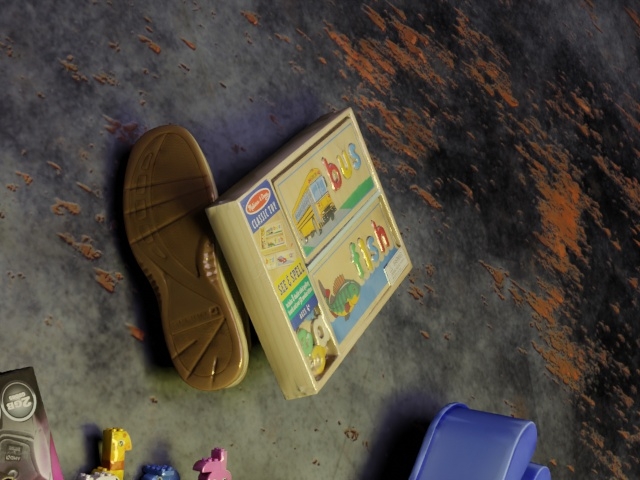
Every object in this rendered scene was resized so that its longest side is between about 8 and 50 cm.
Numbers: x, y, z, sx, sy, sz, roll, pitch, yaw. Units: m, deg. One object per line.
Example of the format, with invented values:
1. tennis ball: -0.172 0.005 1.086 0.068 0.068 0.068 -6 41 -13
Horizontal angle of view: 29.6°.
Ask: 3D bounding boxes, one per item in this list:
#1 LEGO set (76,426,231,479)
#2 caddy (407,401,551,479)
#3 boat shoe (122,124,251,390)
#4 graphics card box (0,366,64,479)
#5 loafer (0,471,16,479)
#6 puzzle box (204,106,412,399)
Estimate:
1. LEGO set: -0.210 0.267 1.409 0.227 0.087 0.093 4 88 -46
2. caddy: 0.199 0.395 1.724 0.341 0.179 0.241 -62 144 -38
3. boat shoe: -0.166 0.024 1.538 0.110 0.121 0.341 30 48 -79
4. graphics card box: -0.361 0.335 1.236 0.232 0.094 0.371 -12 85 -47
5. loafer: -0.307 0.295 1.198 0.056 0.050 0.148 -30 99 -46
6. puzzle box: 0.000 0.000 1.649 0.272 0.052 0.409 67 29 -14
